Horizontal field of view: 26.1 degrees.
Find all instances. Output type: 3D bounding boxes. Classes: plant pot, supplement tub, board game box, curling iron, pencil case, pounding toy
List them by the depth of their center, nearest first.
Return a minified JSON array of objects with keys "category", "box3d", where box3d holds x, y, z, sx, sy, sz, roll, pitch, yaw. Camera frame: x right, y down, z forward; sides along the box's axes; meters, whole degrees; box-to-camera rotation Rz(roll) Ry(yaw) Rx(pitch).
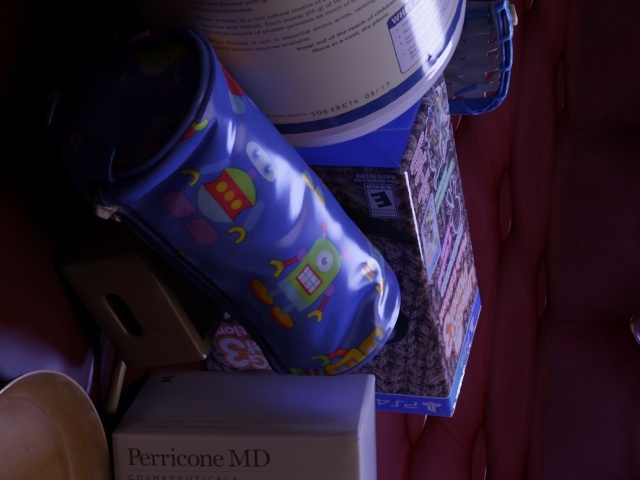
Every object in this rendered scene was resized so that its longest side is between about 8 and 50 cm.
[{"category":"plant pot","box3d":[-0.205,0.203,0.923,0.236,0.032,0.236,2,90,-73]},{"category":"supplement tub","box3d":[-0.035,-0.237,0.934,0.325,0.235,0.235,66,32,-59]},{"category":"pencil case","box3d":[-0.058,-0.013,0.966,0.133,0.119,0.306,-57,137,-15]},{"category":"pounding toy","box3d":[-0.133,0.037,1.052,0.141,0.100,0.130,63,32,-34]},{"category":"curling iron","box3d":[-0.123,-0.206,1.121,0.274,0.035,0.068,-38,127,-67]},{"category":"board game box","box3d":[0.000,0.000,1.205,0.141,0.232,0.291,-69,153,-43]}]

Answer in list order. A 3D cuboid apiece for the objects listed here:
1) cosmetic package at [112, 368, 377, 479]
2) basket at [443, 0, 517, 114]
[{"category":"cosmetic package","box3d":[-0.050,0.298,1.115,0.155,0.196,0.366,-67,154,-75]},{"category":"basket","box3d":[0.090,-0.213,1.387,0.255,0.201,0.289,71,30,-48]}]
